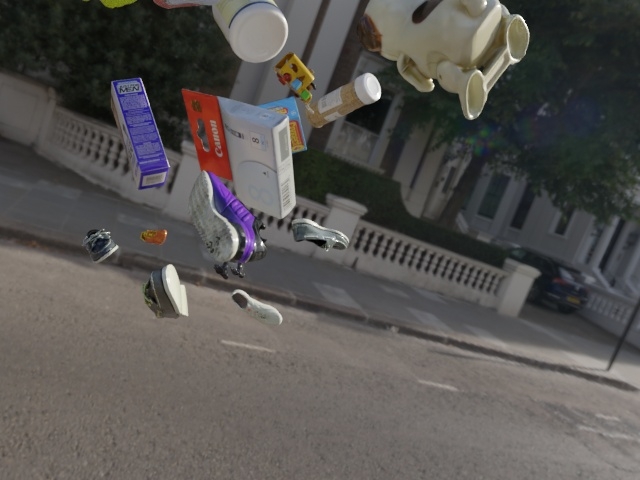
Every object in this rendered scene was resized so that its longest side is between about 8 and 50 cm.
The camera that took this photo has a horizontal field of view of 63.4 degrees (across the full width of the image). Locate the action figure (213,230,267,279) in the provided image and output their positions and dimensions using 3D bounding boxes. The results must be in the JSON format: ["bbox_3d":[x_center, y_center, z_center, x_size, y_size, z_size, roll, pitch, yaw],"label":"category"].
[{"bbox_3d":[-0.319,0.024,2.092,0.164,0.141,0.275,5,47,16],"label":"action figure"}]

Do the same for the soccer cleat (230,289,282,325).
[{"bbox_3d":[-0.221,0.232,1.749,0.196,0.068,0.076,31,4,6],"label":"soccer cleat"}]

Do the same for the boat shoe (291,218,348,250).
[{"bbox_3d":[0.000,0.000,2.254,0.116,0.099,0.319,-20,-31,40],"label":"boat shoe"}]

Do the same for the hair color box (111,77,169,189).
[{"bbox_3d":[-0.639,-0.371,1.824,0.110,0.339,0.185,-15,-8,-25],"label":"hair color box"}]

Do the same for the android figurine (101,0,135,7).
[{"bbox_3d":[-0.535,-0.707,1.342,0.056,0.248,0.273,58,4,6],"label":"android figurine"}]

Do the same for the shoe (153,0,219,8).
[{"bbox_3d":[-0.352,-0.651,1.369,0.178,0.063,0.081,-25,31,-36],"label":"shoe"}]

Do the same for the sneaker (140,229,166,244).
[{"bbox_3d":[-0.685,-0.014,2.121,0.067,0.064,0.175,22,-22,-40],"label":"sneaker"}]

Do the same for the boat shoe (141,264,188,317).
[{"bbox_3d":[-0.386,0.137,1.270,0.091,0.109,0.305,-6,-17,-10],"label":"boat shoe"}]

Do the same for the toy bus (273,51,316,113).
[{"bbox_3d":[-0.073,-0.589,1.893,0.191,0.104,0.202,46,4,13],"label":"toy bus"}]

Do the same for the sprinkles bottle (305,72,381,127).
[{"bbox_3d":[0.092,-0.604,2.254,0.121,0.121,0.355,14,-20,-42],"label":"sprinkles bottle"}]

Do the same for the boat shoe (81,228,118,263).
[{"bbox_3d":[-0.730,0.009,1.709,0.079,0.095,0.254,62,-16,-22],"label":"boat shoe"}]

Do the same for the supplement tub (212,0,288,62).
[{"bbox_3d":[-0.289,-0.886,2.045,0.235,0.235,0.325,13,39,-47],"label":"supplement tub"}]

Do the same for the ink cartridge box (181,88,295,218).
[{"bbox_3d":[-0.260,-0.259,1.533,0.385,0.308,0.091,20,47,24],"label":"ink cartridge box"}]

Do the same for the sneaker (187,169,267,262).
[{"bbox_3d":[-0.211,-0.049,1.225,0.146,0.102,0.293,10,37,-40],"label":"sneaker"}]

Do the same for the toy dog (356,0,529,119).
[{"bbox_3d":[0.292,-0.566,1.429,0.408,0.284,0.395,35,5,36],"label":"toy dog"}]

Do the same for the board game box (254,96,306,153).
[{"bbox_3d":[-0.220,-0.410,1.997,0.302,0.086,0.308,-14,-14,1],"label":"board game box"}]
